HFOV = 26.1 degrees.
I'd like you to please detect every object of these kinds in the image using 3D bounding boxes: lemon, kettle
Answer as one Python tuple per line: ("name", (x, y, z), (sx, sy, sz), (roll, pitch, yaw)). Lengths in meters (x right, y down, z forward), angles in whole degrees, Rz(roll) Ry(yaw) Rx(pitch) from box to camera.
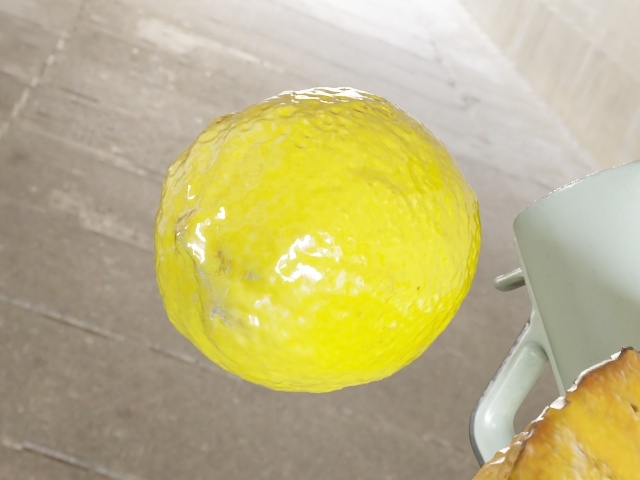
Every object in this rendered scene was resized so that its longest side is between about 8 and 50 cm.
("lemon", (-0.001, -0.001, 0.781), (0.180, 0.180, 0.193), (33, -3, 30))
("kettle", (0.296, 0.146, 1.256), (0.250, 0.361, 0.376), (11, 62, -58))

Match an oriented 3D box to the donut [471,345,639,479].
("donut", (0.242, 0.278, 0.821), (0.435, 0.163, 0.377), (45, 37, -2))
